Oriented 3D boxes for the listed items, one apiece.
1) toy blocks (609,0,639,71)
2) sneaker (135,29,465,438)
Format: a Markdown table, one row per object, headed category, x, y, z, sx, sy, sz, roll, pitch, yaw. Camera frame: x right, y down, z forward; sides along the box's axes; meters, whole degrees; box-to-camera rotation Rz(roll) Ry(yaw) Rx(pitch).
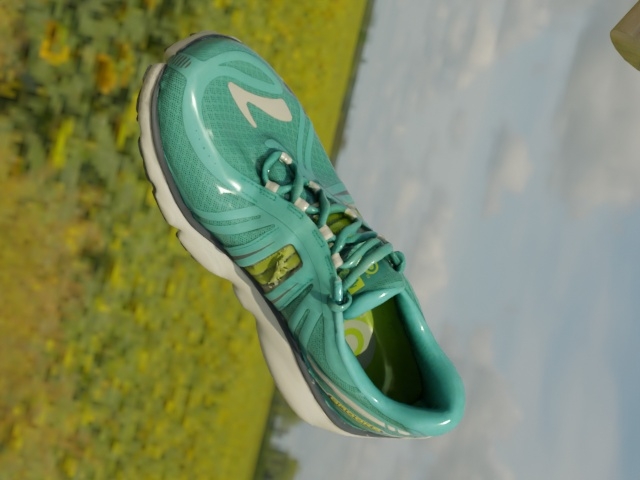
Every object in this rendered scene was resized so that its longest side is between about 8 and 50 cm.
| category | x | y | z | sx | sy | sz | roll | pitch | yaw |
| --- | --- | --- | --- | --- | --- | --- | --- | --- | --- |
| toy blocks | 0.341 | -0.171 | 0.924 | 0.260 | 0.309 | 0.288 | -46 | 168 | -9 |
| sneaker | 0.000 | 0.000 | 0.938 | 0.107 | 0.275 | 0.110 | -44 | -154 | -23 |
